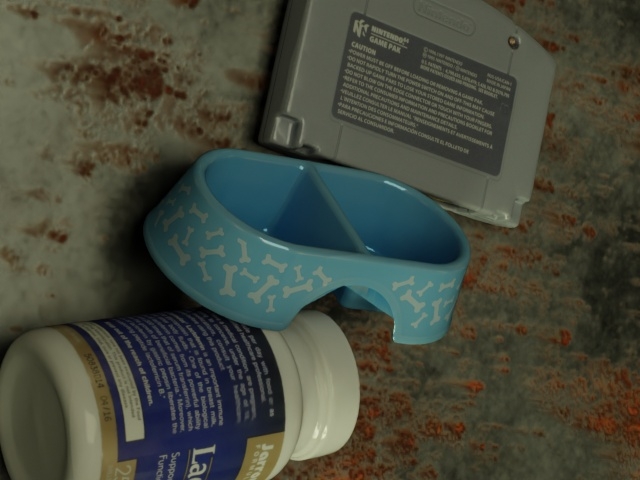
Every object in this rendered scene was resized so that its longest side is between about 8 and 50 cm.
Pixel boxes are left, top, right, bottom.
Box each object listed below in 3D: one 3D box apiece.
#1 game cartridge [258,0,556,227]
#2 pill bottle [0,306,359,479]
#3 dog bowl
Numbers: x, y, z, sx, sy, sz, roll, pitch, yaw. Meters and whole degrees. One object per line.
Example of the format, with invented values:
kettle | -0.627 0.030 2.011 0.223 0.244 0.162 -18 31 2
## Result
game cartridge | 0.086 -0.141 1.562 0.294 0.060 0.196 18 84 -34
pill bottle | -0.110 0.130 1.367 0.264 0.153 0.153 -7 94 -34
dog bowl | 0.000 0.000 1.429 0.297 0.166 0.074 9 123 -35
